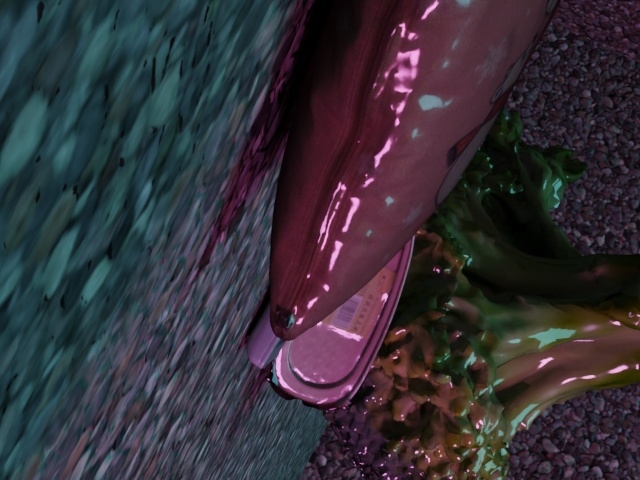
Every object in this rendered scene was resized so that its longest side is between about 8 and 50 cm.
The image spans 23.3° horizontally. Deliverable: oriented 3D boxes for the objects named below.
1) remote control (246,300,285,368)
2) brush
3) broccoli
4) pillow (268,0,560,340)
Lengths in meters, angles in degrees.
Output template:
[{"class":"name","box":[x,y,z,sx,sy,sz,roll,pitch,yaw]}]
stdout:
[{"class":"remote control","box":[0.000,0.000,0.929,0.162,0.029,0.061,-59,173,6]},{"class":"brush","box":[0.038,-0.035,1.018,0.067,0.072,0.313,-113,-139,-66]},{"class":"broccoli","box":[0.172,0.076,1.141,0.353,0.397,0.275,-58,151,-9]},{"class":"pillow","box":[0.051,-0.092,0.667,0.236,0.084,0.223,-50,166,-56]}]
